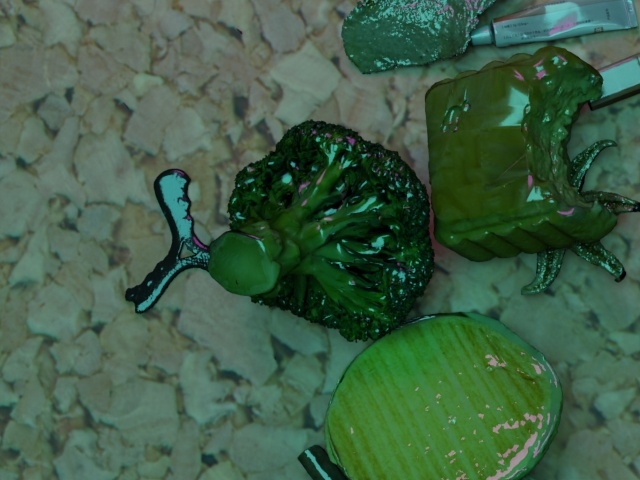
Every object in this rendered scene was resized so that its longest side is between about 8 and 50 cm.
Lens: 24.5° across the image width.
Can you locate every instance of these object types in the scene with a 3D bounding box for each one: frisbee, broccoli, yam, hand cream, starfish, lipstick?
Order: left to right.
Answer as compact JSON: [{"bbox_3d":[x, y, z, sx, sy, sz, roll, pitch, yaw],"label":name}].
[{"bbox_3d":[-0.191,0.029,2.000,0.211,0.012,0.187,43,94,13],"label":"frisbee"},{"bbox_3d":[0.000,0.000,1.826,0.297,0.297,0.297,11,113,28],"label":"broccoli"},{"bbox_3d":[0.075,0.404,1.882,0.045,0.045,0.327,-46,73,36],"label":"yam"},{"bbox_3d":[0.301,-0.287,1.921,0.216,0.038,0.052,-10,106,6],"label":"hand cream"},{"bbox_3d":[0.305,-0.030,1.878,0.238,0.057,0.213,8,80,32],"label":"starfish"},{"bbox_3d":[0.407,-0.213,1.880,0.145,0.045,0.045,-21,78,8],"label":"lipstick"}]

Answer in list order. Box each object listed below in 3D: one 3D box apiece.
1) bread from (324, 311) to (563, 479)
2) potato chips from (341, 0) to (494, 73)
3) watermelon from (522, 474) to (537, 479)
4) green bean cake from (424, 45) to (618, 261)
[{"bbox_3d":[0.149,0.214,1.817,0.301,0.045,0.301,-11,45,11],"label":"bread"},{"bbox_3d":[0.137,-0.302,1.941,0.167,0.059,0.228,42,93,17],"label":"potato chips"},{"bbox_3d":[0.175,0.348,1.835,0.257,0.140,0.193,25,94,24],"label":"watermelon"},{"bbox_3d":[0.244,-0.106,1.828,0.233,0.124,0.236,-12,71,28],"label":"green bean cake"}]
